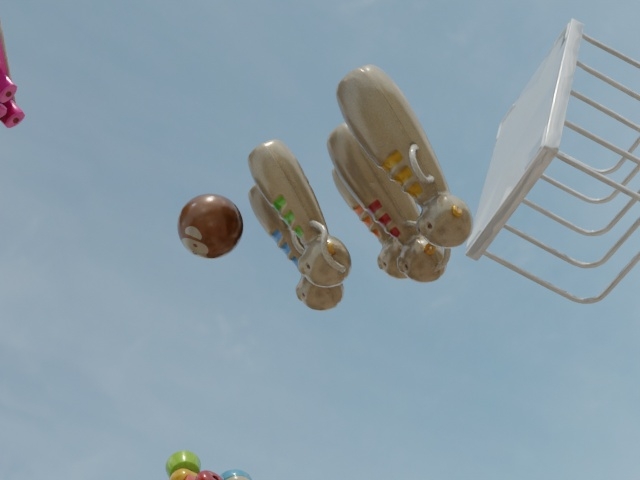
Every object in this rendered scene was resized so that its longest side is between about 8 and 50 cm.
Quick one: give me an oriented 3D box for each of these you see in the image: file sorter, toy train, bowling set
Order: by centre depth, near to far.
[{"bbox_3d":[0.000,0.000,0.941,0.200,0.154,0.287,-30,-12,-5],"label":"bowling set"},{"bbox_3d":[0.316,-0.093,1.391,0.173,0.277,0.193,27,-46,-4],"label":"file sorter"},{"bbox_3d":[-0.172,0.314,1.446,0.248,0.143,0.105,31,-81,-23],"label":"toy train"}]

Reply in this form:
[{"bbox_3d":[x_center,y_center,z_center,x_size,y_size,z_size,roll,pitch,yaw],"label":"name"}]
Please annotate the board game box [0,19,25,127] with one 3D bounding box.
[{"bbox_3d":[-0.507,-0.206,1.173,0.390,0.050,0.390,-29,-37,-28],"label":"board game box"}]
